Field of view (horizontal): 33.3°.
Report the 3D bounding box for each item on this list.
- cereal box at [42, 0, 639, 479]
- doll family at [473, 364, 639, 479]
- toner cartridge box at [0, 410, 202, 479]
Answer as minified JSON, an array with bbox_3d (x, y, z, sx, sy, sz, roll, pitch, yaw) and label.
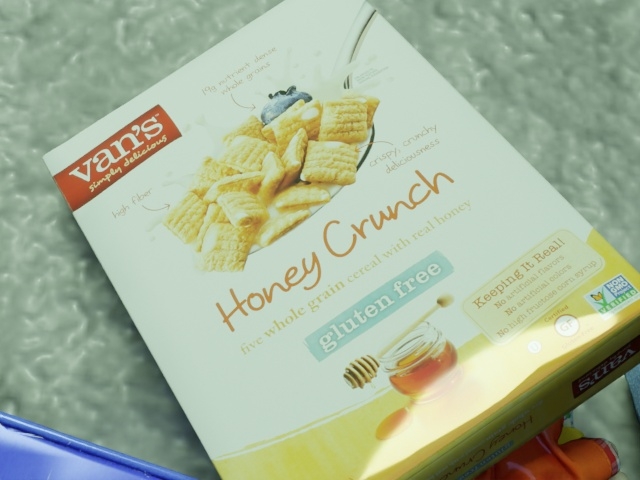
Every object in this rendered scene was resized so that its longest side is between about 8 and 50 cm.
[{"bbox_3d":[0.000,0.000,0.460,0.173,0.047,0.240,-34,55,-6],"label":"cereal box"},{"bbox_3d":[0.154,0.112,0.490,0.263,0.118,0.163,2,56,-12],"label":"doll family"},{"bbox_3d":[-0.154,0.247,0.417,0.165,0.075,0.347,20,72,-1],"label":"toner cartridge box"}]
